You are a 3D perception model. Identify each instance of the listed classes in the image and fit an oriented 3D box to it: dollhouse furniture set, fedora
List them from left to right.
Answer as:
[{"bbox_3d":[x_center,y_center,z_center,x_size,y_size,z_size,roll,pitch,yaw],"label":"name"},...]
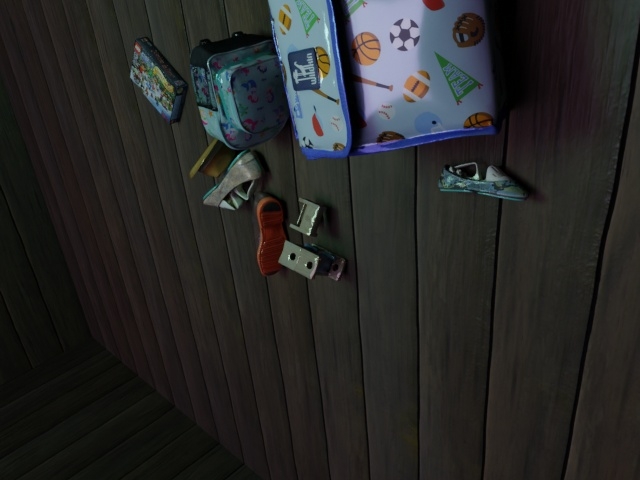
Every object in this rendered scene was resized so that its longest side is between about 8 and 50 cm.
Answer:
[{"bbox_3d":[-0.305,-0.241,1.602,0.079,0.194,0.194,36,145,-15],"label":"fedora"},{"bbox_3d":[0.000,0.000,1.465,0.129,0.129,0.184,25,101,36],"label":"dollhouse furniture set"}]

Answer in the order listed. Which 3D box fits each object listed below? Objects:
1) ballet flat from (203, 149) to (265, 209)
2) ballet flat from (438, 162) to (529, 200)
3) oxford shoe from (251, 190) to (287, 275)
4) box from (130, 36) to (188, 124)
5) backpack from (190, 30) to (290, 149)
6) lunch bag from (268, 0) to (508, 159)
[{"bbox_3d":[-0.261,-0.154,1.651,0.106,0.107,0.316,50,143,-4],"label":"ballet flat"},{"bbox_3d":[0.312,-0.118,1.062,0.188,0.070,0.070,12,122,40],"label":"ballet flat"},{"bbox_3d":[-0.158,-0.020,1.644,0.098,0.096,0.271,46,140,50],"label":"oxford shoe"},{"bbox_3d":[-0.522,-0.512,1.759,0.233,0.044,0.159,49,141,14],"label":"box"},{"bbox_3d":[-0.183,-0.352,1.338,0.191,0.225,0.254,36,140,36],"label":"backpack"},{"bbox_3d":[0.102,-0.322,0.945,0.385,0.239,0.328,-3,110,26],"label":"lunch bag"}]
